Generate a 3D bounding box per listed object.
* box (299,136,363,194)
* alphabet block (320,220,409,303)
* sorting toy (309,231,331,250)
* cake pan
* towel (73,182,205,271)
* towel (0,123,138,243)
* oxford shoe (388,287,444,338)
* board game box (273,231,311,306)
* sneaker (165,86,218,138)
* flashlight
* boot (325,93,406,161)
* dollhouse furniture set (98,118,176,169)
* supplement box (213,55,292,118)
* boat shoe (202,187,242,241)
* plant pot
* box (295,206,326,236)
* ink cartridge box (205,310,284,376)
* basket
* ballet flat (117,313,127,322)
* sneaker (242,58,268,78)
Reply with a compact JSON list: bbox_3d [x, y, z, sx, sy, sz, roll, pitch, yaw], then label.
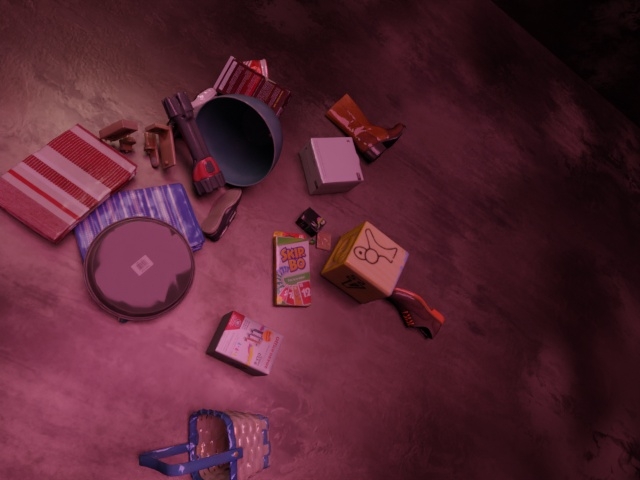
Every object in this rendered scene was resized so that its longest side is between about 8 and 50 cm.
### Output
[{"bbox_3d":[0.039,-0.276,1.652,0.182,0.119,0.181,-8,77,-29],"label":"box"},{"bbox_3d":[0.153,0.081,1.550,0.197,0.193,0.192,37,60,-11],"label":"alphabet block"},{"bbox_3d":[0.000,0.000,1.603,0.083,0.012,0.062,13,73,-26],"label":"sorting toy"},{"bbox_3d":[-0.488,0.073,1.228,0.293,0.054,0.293,5,80,-26],"label":"cake pan"},{"bbox_3d":[-0.534,-0.049,1.312,0.336,0.040,0.243,-14,69,-30],"label":"towel"},{"bbox_3d":[-0.719,-0.170,1.262,0.237,0.037,0.329,36,57,-1],"label":"towel"},{"bbox_3d":[0.340,0.265,1.644,0.271,0.097,0.098,35,67,-13],"label":"oxford shoe"},{"bbox_3d":[-0.097,0.094,1.513,0.124,0.039,0.259,6,68,-26],"label":"board game box"},{"bbox_3d":[-0.415,-0.401,1.478,0.108,0.100,0.271,47,59,-13],"label":"sneaker"},{"bbox_3d":[-0.398,-0.299,1.392,0.103,0.103,0.304,-19,107,6],"label":"flashlight"},{"bbox_3d":[0.190,-0.487,1.838,0.280,0.096,0.264,46,67,2],"label":"boot"},{"bbox_3d":[-0.548,-0.278,1.343,0.151,0.144,0.123,-3,82,-59],"label":"dollhouse furniture set"},{"bbox_3d":[-0.235,-0.519,1.560,0.239,0.073,0.130,32,97,1],"label":"supplement box"},{"bbox_3d":[-0.313,-0.086,1.459,0.206,0.075,0.065,-64,148,-33],"label":"boat shoe"},{"bbox_3d":[-0.239,-0.349,1.468,0.290,0.290,0.195,45,36,-7],"label":"plant pot"},{"bbox_3d":[-0.034,-0.065,1.584,0.083,0.052,0.062,42,59,-8],"label":"box"},{"bbox_3d":[-0.222,0.309,1.322,0.176,0.127,0.128,30,62,-16],"label":"ink cartridge box"},{"bbox_3d":[-0.285,0.540,1.142,0.289,0.255,0.201,8,72,-36],"label":"basket"},{"bbox_3d":[-0.522,0.162,1.272,0.052,0.057,0.168,28,55,15],"label":"ballet flat"},{"bbox_3d":[-0.251,-0.553,1.637,0.128,0.087,0.221,-5,79,-8],"label":"sneaker"}]
